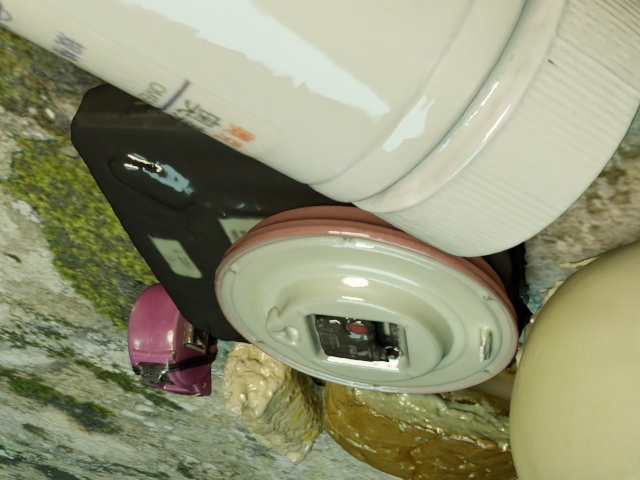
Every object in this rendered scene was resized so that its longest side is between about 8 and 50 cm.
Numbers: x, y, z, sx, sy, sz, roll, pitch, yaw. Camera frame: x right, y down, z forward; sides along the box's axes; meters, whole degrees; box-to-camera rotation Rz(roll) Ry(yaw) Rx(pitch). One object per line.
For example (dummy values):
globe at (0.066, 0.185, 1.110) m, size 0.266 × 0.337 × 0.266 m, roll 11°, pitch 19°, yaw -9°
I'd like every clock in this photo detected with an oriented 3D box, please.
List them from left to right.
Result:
clock at (0.035, 0.060, 0.715) m, size 0.244 × 0.056 × 0.244 m, roll 12°, pitch 148°, yaw 8°

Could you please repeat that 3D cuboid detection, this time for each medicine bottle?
medicine bottle at (-0.015, -0.137, 0.449) m, size 0.332 × 0.190 × 0.190 m, roll 27°, pitch 147°, yaw -20°

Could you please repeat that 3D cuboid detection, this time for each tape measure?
tape measure at (-0.154, 0.106, 0.986) m, size 0.074 × 0.118 × 0.125 m, roll 1°, pitch 164°, yaw 18°

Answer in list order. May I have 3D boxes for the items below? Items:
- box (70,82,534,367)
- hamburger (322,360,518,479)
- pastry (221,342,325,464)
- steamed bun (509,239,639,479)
box at (0.000, 0.000, 0.772) m, size 0.350 × 0.091 × 0.359 m, roll 3°, pitch 146°, yaw 18°
hamburger at (0.131, 0.193, 1.001) m, size 0.309 × 0.132 × 0.211 m, roll 15°, pitch 147°, yaw -5°
pastry at (-0.047, 0.184, 1.087) m, size 0.089 × 0.121 × 0.258 m, roll 30°, pitch 164°, yaw 24°
steamed bun at (0.316, 0.098, 0.664) m, size 0.334 × 0.233 × 0.312 m, roll 5°, pitch 153°, yaw -23°
